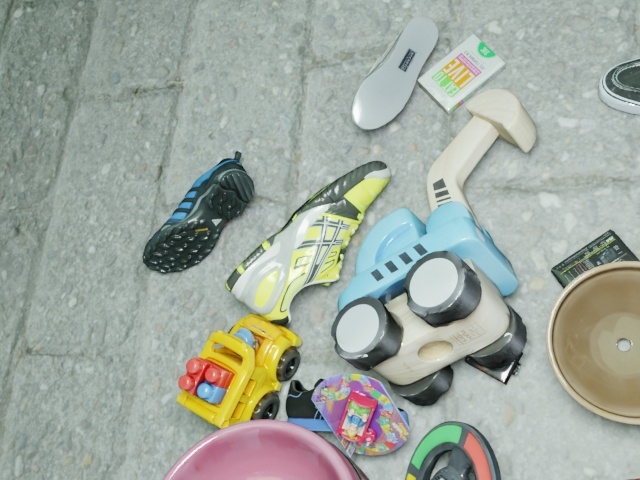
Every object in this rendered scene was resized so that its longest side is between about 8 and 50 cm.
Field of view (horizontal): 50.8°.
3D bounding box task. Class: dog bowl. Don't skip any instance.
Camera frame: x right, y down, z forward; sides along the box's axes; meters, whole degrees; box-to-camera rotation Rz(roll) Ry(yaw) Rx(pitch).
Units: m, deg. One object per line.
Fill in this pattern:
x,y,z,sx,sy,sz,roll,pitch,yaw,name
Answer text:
-0.095,0.465,1.049,0.407,0.150,0.408,-7,46,7,dog bowl

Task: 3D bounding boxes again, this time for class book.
0.280,-0.328,1.337,0.144,0.035,0.096,-40,65,3,book

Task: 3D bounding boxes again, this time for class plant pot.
0.466,0.155,1.025,0.237,0.109,0.238,-3,78,17,plant pot

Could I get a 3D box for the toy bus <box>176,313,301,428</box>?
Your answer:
-0.160,0.230,1.215,0.149,0.211,0.220,21,79,29,toy bus

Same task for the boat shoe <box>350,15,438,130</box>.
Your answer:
0.141,-0.331,1.360,0.096,0.088,0.268,30,81,-9,boat shoe

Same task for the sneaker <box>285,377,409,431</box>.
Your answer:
0.042,0.288,1.181,0.232,0.081,0.091,-5,76,23,sneaker

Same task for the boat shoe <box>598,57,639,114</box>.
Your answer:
0.629,-0.278,1.125,0.306,0.105,0.113,9,75,25,boat shoe

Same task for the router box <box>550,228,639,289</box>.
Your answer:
0.460,0.053,1.114,0.122,0.038,0.092,-35,61,8,router box

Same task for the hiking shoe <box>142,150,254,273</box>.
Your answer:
-0.258,-0.050,1.438,0.304,0.113,0.132,-40,31,12,hiking shoe

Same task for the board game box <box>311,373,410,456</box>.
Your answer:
0.062,0.292,1.085,0.133,0.033,0.169,-23,108,28,board game box

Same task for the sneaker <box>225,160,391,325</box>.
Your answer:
0.000,0.000,1.291,0.384,0.145,0.147,-43,94,-6,sneaker

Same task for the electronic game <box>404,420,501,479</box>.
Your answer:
0.197,0.394,1.033,0.229,0.048,0.229,-48,33,45,electronic game

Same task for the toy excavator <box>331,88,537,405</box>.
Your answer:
0.208,-0.014,1.153,0.432,0.222,0.445,-33,43,22,toy excavator

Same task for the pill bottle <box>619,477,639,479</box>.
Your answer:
0.462,0.424,0.868,0.407,0.229,0.229,-14,66,18,pill bottle

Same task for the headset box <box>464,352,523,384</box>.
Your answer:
0.295,0.198,1.134,0.083,0.032,0.062,28,84,30,headset box
